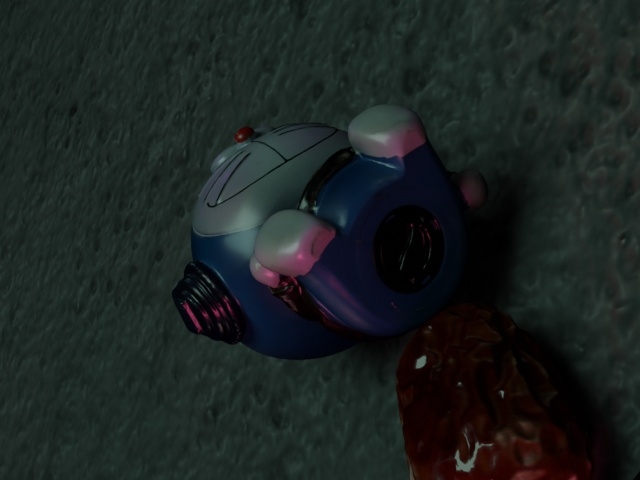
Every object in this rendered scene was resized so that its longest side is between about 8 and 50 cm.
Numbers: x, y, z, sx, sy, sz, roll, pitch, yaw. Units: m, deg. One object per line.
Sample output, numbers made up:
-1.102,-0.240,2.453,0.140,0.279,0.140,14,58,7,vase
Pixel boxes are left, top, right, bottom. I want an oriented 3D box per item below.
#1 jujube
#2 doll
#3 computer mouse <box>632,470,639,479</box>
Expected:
0.136,0.155,1.175,0.155,0.155,0.230,-56,31,26,jujube
0.000,0.000,1.355,0.284,0.240,0.310,-35,20,-25,doll
0.266,0.218,1.020,0.122,0.073,0.217,46,116,53,computer mouse
